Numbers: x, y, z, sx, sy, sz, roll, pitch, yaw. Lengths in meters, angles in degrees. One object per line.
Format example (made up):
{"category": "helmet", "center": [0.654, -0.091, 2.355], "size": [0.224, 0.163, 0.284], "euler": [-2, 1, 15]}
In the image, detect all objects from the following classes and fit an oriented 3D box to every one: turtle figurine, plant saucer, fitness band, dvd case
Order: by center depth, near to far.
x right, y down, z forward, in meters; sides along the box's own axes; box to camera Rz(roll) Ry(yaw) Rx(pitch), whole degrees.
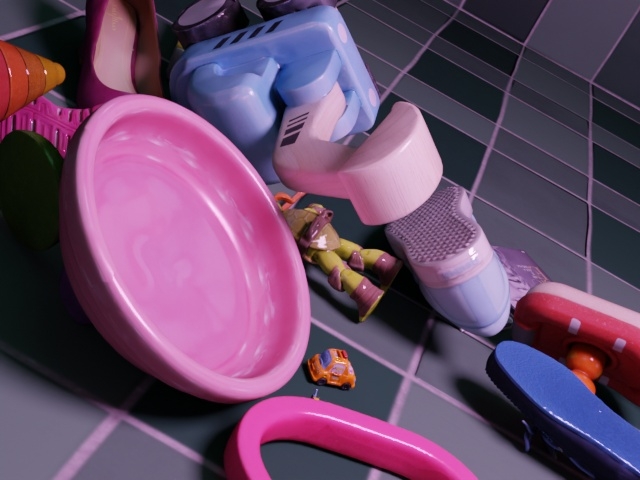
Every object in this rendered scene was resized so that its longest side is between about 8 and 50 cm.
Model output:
{"category": "fitness band", "center": [0.045, 0.245, 0.893], "size": [0.290, 0.054, 0.209], "euler": [23, 27, -15]}
{"category": "plant saucer", "center": [-0.142, 0.014, 0.963], "size": [0.332, 0.084, 0.332], "euler": [40, 35, -36]}
{"category": "turtle figurine", "center": [0.000, 0.000, 1.238], "size": [0.217, 0.087, 0.269], "euler": [32, 27, 7]}
{"category": "dvd case", "center": [0.328, 0.080, 1.492], "size": [0.164, 0.018, 0.221], "euler": [7, 34, -37]}

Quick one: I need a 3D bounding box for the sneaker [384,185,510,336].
{"category": "sneaker", "center": [0.179, 0.034, 1.308], "size": [0.366, 0.135, 0.150], "euler": [-82, 147, -73]}

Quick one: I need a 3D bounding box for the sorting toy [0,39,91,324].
{"category": "sorting toy", "center": [-0.278, -0.082, 1.021], "size": [0.126, 0.127, 0.366], "euler": [-17, 68, -45]}

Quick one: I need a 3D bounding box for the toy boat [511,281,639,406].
{"category": "toy boat", "center": [0.354, 0.166, 1.255], "size": [0.231, 0.151, 0.151], "euler": [22, 63, 19]}

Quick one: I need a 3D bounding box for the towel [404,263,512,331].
{"category": "towel", "center": [0.198, 0.077, 1.374], "size": [0.113, 0.023, 0.152], "euler": [6, 32, -41]}

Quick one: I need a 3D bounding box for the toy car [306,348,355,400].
{"category": "toy car", "center": [0.015, 0.159, 1.027], "size": [0.060, 0.041, 0.122], "euler": [24, 27, -10]}

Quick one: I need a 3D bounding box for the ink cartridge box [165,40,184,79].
{"category": "ink cartridge box", "center": [-0.112, -0.308, 1.695], "size": [0.303, 0.072, 0.307], "euler": [21, 30, -13]}

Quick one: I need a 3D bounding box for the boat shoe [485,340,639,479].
{"category": "boat shoe", "center": [0.294, 0.231, 1.126], "size": [0.258, 0.089, 0.109], "euler": [43, 43, 16]}

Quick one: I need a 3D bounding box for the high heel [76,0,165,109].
{"category": "high heel", "center": [-0.273, -0.273, 1.346], "size": [0.127, 0.181, 0.377], "euler": [8, 33, -35]}

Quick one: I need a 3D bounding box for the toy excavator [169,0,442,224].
{"category": "toy excavator", "center": [-0.031, -0.161, 1.242], "size": [0.222, 0.432, 0.445], "euler": [60, 32, -35]}

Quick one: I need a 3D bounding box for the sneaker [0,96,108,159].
{"category": "sneaker", "center": [-0.313, -0.109, 1.129], "size": [0.252, 0.111, 0.103], "euler": [6, 65, -6]}
